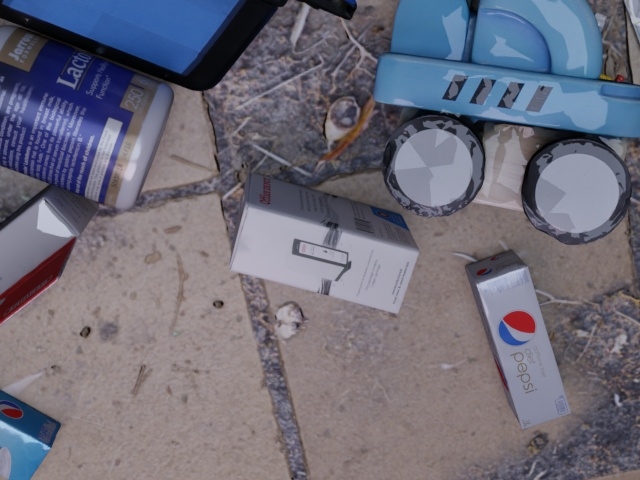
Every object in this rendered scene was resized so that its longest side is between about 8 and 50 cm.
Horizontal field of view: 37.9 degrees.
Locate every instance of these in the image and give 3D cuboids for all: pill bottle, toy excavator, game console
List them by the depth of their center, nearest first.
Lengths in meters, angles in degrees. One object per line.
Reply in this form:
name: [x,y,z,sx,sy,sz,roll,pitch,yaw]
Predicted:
game console: [-0.158,-0.234,0.919,0.293,0.250,0.173,16,105,-35]
toy excavator: [0.154,-0.256,1.001,0.433,0.222,0.445,11,101,11]
pill bottle: [-0.309,-0.146,1.030,0.265,0.153,0.153,20,104,-10]

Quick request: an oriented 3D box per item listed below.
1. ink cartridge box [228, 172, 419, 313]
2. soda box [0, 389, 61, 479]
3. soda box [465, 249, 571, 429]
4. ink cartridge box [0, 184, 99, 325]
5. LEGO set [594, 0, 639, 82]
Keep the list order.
ink cartridge box: [0.000,0.000,1.098,0.203,0.148,0.086,15,107,-7]
soda box: [-0.442,0.223,1.178,0.210,0.067,0.071,33,102,-12]
soda box: [0.253,0.127,1.192,0.069,0.074,0.216,-19,107,2]
ink cartridge box: [-0.393,0.062,1.031,0.296,0.261,0.066,-37,106,7]
LEGO set: [0.328,-0.256,1.093,0.182,0.060,0.244,-25,107,8]
